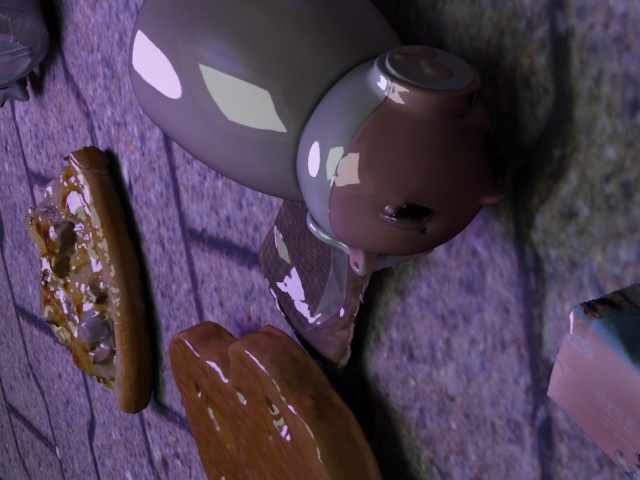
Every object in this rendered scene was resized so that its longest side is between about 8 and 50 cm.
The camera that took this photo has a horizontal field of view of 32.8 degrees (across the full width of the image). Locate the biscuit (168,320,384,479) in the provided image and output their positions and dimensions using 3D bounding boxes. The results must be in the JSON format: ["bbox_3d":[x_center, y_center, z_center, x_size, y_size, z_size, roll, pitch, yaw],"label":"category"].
[{"bbox_3d":[-0.020,0.218,0.931,0.351,0.057,0.312,63,152,8],"label":"biscuit"}]

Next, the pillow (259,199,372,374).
[{"bbox_3d":[0.001,0.002,0.806,0.135,0.034,0.211,52,147,29],"label":"pillow"}]

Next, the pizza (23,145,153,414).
[{"bbox_3d":[-0.279,0.039,1.264,0.223,0.089,0.323,20,122,52],"label":"pizza"}]

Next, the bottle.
[{"bbox_3d":[0.006,-0.077,0.648,0.236,0.148,0.147,39,138,33],"label":"bottle"}]

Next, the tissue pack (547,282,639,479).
[{"bbox_3d":[0.164,0.076,0.537,0.094,0.059,0.074,46,144,39],"label":"tissue pack"}]

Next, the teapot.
[{"bbox_3d":[-0.387,-0.269,1.246,0.163,0.222,0.178,-24,71,22],"label":"teapot"}]
